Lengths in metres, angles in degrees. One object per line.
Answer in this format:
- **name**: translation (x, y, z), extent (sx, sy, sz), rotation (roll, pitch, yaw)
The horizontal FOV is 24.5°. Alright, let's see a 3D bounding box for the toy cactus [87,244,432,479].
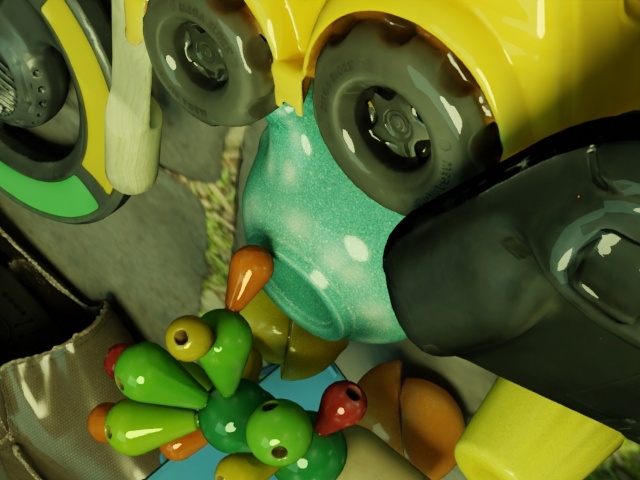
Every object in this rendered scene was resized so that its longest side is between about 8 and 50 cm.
- **toy cactus**: translation (-0.019, 0.089, 0.733), extent (0.180, 0.112, 0.219), rotation (31, 161, -17)

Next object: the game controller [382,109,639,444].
- **game controller**: translation (0.178, 0.053, 0.508), extent (0.319, 0.067, 0.166), rotation (26, 161, -21)

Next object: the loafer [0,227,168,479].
- **loafer**: translation (-0.171, 0.116, 1.004), extent (0.366, 0.134, 0.130), rotation (38, 144, 17)

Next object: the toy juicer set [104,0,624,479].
- **toy juicer set**: translation (0.000, 0.000, 0.761), extent (0.329, 0.089, 0.209), rotation (48, 159, -11)

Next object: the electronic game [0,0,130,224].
- **electronic game**: translation (-0.193, -0.110, 0.899), extent (0.229, 0.048, 0.229), rotation (29, 140, 28)

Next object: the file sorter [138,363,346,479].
- **file sorter**: translation (-0.048, 0.163, 0.881), extent (0.118, 0.170, 0.104), rotation (54, 148, -4)

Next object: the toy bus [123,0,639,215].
- **toy bus**: translation (0.028, -0.139, 0.529), extent (0.220, 0.149, 0.211), rotation (25, 140, 33)
